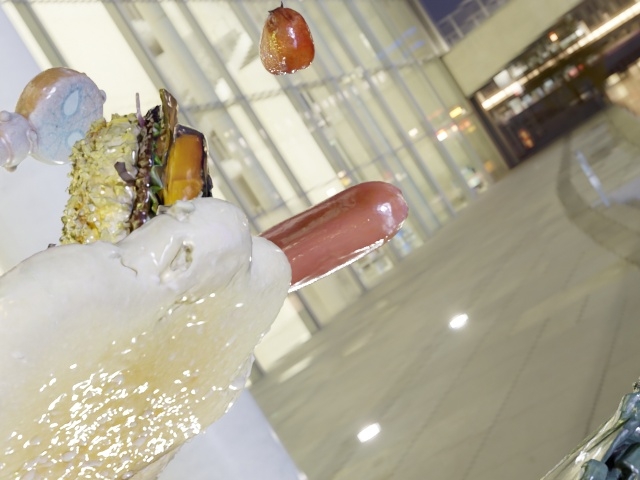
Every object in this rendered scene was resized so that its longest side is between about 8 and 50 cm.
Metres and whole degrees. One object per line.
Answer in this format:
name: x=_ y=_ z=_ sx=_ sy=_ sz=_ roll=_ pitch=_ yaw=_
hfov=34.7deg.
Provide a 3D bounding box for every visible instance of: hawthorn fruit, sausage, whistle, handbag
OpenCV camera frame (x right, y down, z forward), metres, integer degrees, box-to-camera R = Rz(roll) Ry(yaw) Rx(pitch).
hawthorn fruit: x=-0.049 y=-0.274 z=1.385 sx=0.081 sy=0.093 sz=0.081 roll=-17 pitch=18 yaw=6
sausage: x=0.000 y=0.000 z=1.047 sx=0.194 sy=0.077 sz=0.077 roll=-28 pitch=0 yaw=4
whistle: x=-0.308 y=-0.116 z=1.077 sx=0.220 sy=0.057 sz=0.107 roll=-40 pitch=-35 yaw=-44
handbag: x=0.192 y=0.248 z=0.855 sx=0.247 sy=0.079 sz=0.260 roll=-27 pitch=-25 yaw=-52

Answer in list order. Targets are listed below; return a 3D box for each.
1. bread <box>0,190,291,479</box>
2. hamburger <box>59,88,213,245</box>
bread: x=-0.143 y=0.103 z=0.616 sx=0.316 sy=0.054 sz=0.316 roll=-36 pitch=-24 yaw=-19
hamburger: x=-0.172 y=-0.013 z=0.961 sx=0.138 sy=0.243 sz=0.262 roll=1 pitch=-20 yaw=-8
